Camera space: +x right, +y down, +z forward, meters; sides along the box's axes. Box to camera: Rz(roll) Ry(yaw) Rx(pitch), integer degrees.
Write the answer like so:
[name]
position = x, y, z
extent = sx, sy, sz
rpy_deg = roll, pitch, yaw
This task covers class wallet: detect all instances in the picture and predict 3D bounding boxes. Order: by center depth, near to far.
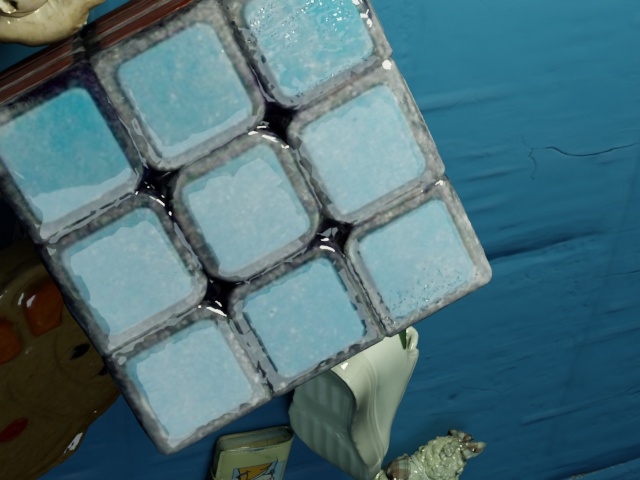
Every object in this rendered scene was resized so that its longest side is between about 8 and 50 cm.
[wallet]
position = -0.098, 0.319, 1.584
extent = 0.110, 0.039, 0.155
rpy_deg = -6, 131, -24

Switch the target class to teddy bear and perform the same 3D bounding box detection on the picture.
[teddy bear]
position = 0.133, 0.347, 1.691
extent = 0.111, 0.133, 0.213
rpy_deg = 34, 92, 2

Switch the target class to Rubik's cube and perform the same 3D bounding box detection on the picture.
[Rubik's cube]
position = -0.080, -0.059, 0.982
extent = 0.305, 0.304, 0.301
rpy_deg = -29, 109, -1

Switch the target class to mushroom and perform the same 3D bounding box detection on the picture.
[mushroom]
position = -0.239, -0.232, 0.941
extent = 0.166, 0.127, 0.166
rpy_deg = -13, 138, -12

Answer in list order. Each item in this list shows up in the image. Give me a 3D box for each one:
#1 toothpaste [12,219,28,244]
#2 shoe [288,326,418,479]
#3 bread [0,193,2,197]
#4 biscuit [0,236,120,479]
[toothpaste]
position = -0.270, -0.041, 1.165
extent = 0.047, 0.040, 0.196
rpy_deg = -1, 130, -28
[shoe]
position = 0.053, 0.177, 1.485
extent = 0.160, 0.131, 0.363
rpy_deg = -50, 158, -23
[bread]
position = -0.327, -0.065, 1.119
extent = 0.049, 0.034, 0.088
rpy_deg = 0, 130, -19
[biscuit]
position = -0.296, 0.133, 1.208
extent = 0.381, 0.074, 0.359
rpy_deg = -40, 157, -9
